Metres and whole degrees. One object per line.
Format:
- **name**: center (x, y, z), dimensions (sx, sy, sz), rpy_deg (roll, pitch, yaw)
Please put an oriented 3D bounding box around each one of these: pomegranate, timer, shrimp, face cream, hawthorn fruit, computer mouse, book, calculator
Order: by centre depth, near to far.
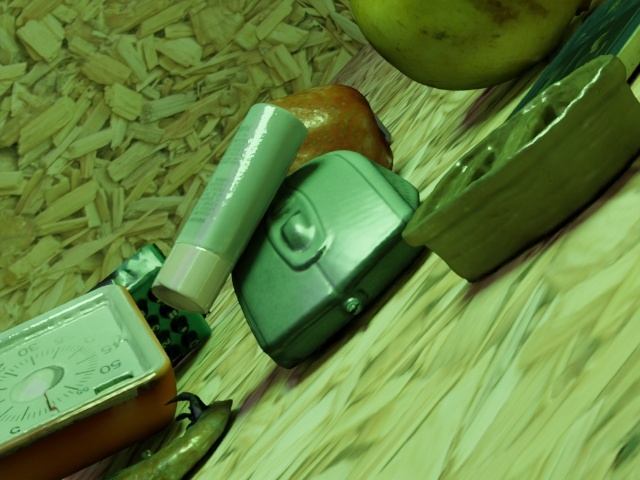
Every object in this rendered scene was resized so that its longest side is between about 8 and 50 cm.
- **book**: center (0.227, -0.148, 1.194), dimensions (0.269, 0.025, 0.191), rpy_deg (-50, 8, -31)
- **face cream**: center (-0.080, -0.028, 1.274), dimensions (0.084, 0.057, 0.198), rpy_deg (-3, 57, 63)
- **computer mouse**: center (0.000, 0.000, 1.307), dimensions (0.188, 0.122, 0.371), rpy_deg (-45, 11, 6)
- **shrimp**: center (-0.163, 0.207, 1.308), dimensions (0.219, 0.046, 0.152), rpy_deg (-37, 11, 28)
- **pomegranate**: center (0.158, -0.278, 1.480), dimensions (0.264, 0.264, 0.264), rpy_deg (-44, 7, 7)
- **timer**: center (-0.286, 0.180, 1.511), dimensions (0.257, 0.161, 0.250), rpy_deg (-25, 11, -11)
- **hawthorn fruit**: center (-0.006, -0.095, 1.637), dimensions (0.189, 0.189, 0.189), rpy_deg (-44, 7, 7)
- **calculator**: center (-0.260, 0.141, 1.751), dimensions (0.274, 0.058, 0.248), rpy_deg (-38, -26, -8)

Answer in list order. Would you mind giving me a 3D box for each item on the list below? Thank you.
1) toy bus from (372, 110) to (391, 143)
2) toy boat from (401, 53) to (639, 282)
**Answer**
- **toy bus**: center (0.020, -0.129, 1.977), dimensions (0.087, 0.098, 0.178), rpy_deg (-49, 11, -22)
- **toy boat**: center (0.149, -0.051, 0.955), dimensions (0.188, 0.061, 0.116), rpy_deg (-39, 8, 41)
